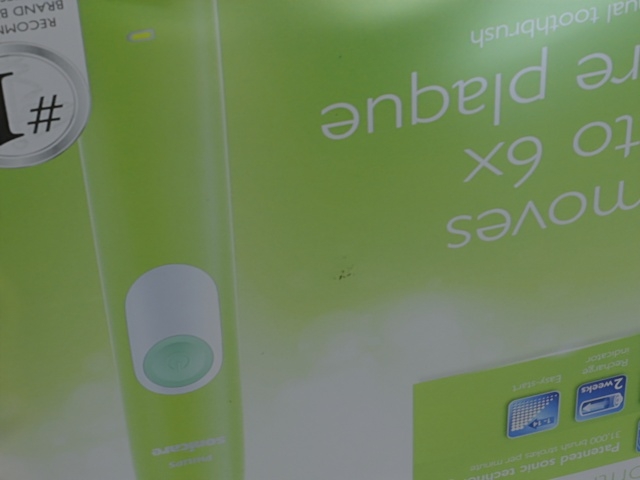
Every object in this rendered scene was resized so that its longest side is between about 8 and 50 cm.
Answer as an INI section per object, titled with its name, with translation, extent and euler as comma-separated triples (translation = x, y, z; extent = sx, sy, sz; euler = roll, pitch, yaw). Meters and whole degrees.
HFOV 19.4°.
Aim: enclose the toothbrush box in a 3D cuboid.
[toothbrush box]
translation = 0.000, 0.000, 0.521
extent = 0.206, 0.283, 0.122
euler = -10, -137, -10
